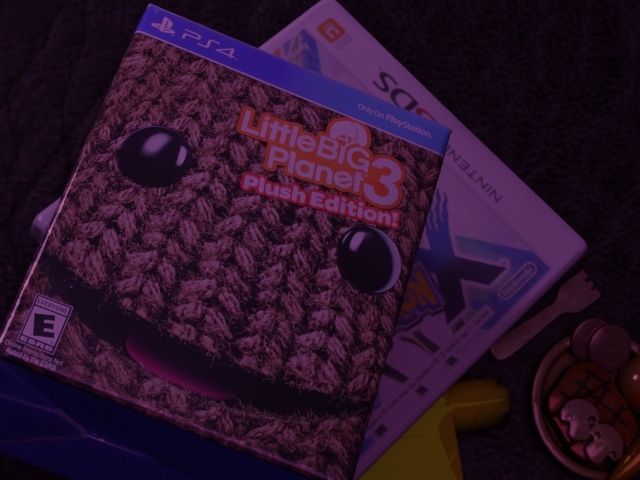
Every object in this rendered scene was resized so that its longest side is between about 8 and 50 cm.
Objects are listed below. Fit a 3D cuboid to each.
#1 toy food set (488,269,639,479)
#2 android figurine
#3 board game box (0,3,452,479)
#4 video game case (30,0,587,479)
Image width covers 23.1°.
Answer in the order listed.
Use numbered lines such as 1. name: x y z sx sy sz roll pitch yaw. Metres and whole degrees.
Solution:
1. toy food set: 0.234 0.128 1.262 0.132 0.038 0.192 -35 86 -20
2. android figurine: 0.020 0.178 1.184 0.272 0.056 0.248 -7 77 -17
3. board game box: -0.068 0.027 1.050 0.232 0.141 0.291 21 56 -6
4. video game case: 0.000 0.000 1.198 0.300 0.036 0.329 45 62 8
